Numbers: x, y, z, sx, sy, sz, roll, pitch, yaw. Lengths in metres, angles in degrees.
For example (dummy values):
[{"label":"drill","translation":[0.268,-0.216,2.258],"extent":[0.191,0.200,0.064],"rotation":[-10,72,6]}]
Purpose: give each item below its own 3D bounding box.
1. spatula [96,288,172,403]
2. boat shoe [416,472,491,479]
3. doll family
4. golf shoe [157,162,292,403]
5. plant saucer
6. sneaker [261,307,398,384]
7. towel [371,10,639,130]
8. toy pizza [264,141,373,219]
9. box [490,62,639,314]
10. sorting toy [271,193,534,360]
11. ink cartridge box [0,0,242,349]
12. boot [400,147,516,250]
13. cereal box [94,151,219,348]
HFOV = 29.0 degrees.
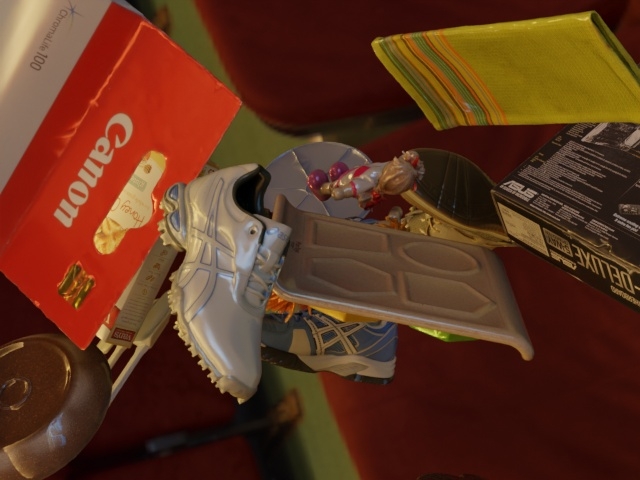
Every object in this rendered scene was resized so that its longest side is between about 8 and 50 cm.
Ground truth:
[{"label":"spatula","translation":[-0.260,0.158,1.476],"extent":[0.019,0.242,0.168],"rotation":[46,150,-23]},{"label":"boat shoe","translation":[0.169,0.332,1.536],"extent":[0.068,0.190,0.072],"rotation":[19,90,36]},{"label":"doll family","translation":[0.000,0.000,1.182],"extent":[0.163,0.263,0.118],"rotation":[3,111,58]},{"label":"golf shoe","translation":[-0.056,0.020,0.836],"extent":[0.069,0.086,0.176],"rotation":[37,-149,-52]},{"label":"plant saucer","translation":[-0.319,0.170,1.314],"extent":[0.198,0.198,0.036],"rotation":[57,173,44]},{"label":"sneaker","translation":[-0.009,0.096,1.311],"extent":[0.080,0.211,0.081],"rotation":[20,97,58]},{"label":"towel","translation":[0.136,-0.119,0.908],"extent":[0.102,0.021,0.237],"rotation":[43,161,-28]},{"label":"toy pizza","translation":[-0.007,-0.072,1.913],"extent":[0.201,0.201,0.032],"rotation":[60,172,40]},{"label":"box","translation":[0.349,-0.041,1.151],"extent":[0.307,0.242,0.076],"rotation":[33,157,47]},{"label":"sorting toy","translation":[0.057,0.031,0.977],"extent":[0.193,0.208,0.038],"rotation":[-87,14,-71]},{"label":"ink cartridge box","translation":[-0.305,-0.123,1.170],"extent":[0.385,0.091,0.308],"rotation":[40,109,15]},{"label":"boot","translation":[0.133,-0.030,1.392],"extent":[0.165,0.213,0.077],"rotation":[-17,58,54]},{"label":"cereal box","translation":[-0.231,-0.016,1.461],"extent":[0.173,0.047,0.240],"rotation":[31,97,43]}]
